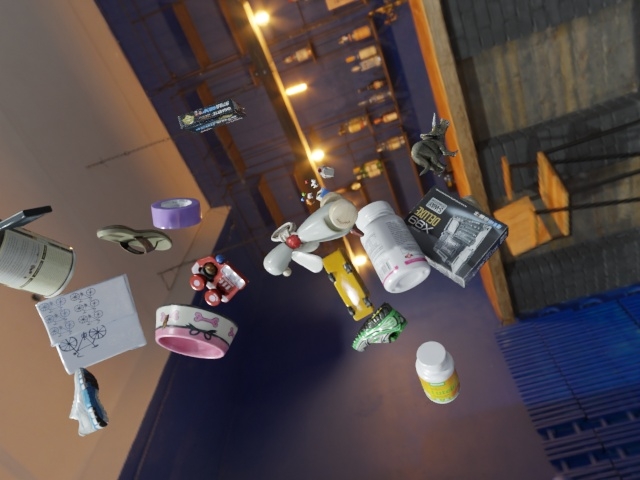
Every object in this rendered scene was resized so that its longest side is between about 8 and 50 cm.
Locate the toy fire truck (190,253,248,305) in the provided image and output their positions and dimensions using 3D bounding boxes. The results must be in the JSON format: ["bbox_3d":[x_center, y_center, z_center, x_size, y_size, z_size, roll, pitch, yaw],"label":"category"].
[{"bbox_3d":[-0.589,0.209,2.817,0.302,0.254,0.169,45,-156,1],"label":"toy fire truck"}]

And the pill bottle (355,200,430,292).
[{"bbox_3d":[0.231,0.016,1.615,0.283,0.160,0.160,65,-173,30],"label":"pill bottle"}]

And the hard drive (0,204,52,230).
[{"bbox_3d":[-0.861,-0.063,1.410,0.022,0.135,0.094,68,-158,-6],"label":"hard drive"}]

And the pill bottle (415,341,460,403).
[{"bbox_3d":[0.425,0.477,1.778,0.136,0.136,0.245,-95,-16,-47],"label":"pill bottle"}]

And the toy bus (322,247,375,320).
[{"bbox_3d":[0.136,0.203,2.292,0.332,0.108,0.130,60,-165,7],"label":"toy bus"}]

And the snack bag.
[{"bbox_3d":[-0.868,0.330,1.879,0.037,0.323,0.342,27,130,51],"label":"snack bag"}]

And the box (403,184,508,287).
[{"bbox_3d":[0.443,-0.022,1.681,0.307,0.242,0.076,38,171,33],"label":"box"}]

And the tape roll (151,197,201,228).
[{"bbox_3d":[-0.577,-0.111,1.958,0.189,0.189,0.080,-74,-17,-70],"label":"tape roll"}]

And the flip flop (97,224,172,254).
[{"bbox_3d":[-0.633,0.008,1.673,0.277,0.112,0.080,18,-128,-60],"label":"flip flop"}]

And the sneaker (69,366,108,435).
[{"bbox_3d":[-0.636,0.429,1.298,0.190,0.083,0.071,56,178,33],"label":"sneaker"}]

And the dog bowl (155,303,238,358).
[{"bbox_3d":[-0.619,0.456,2.388,0.408,0.408,0.150,56,-144,-53],"label":"dog bowl"}]

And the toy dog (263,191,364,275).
[{"bbox_3d":[0.000,0.000,1.480,0.161,0.334,0.220,47,-153,-20],"label":"toy dog"}]

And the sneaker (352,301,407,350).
[{"bbox_3d":[0.251,0.409,2.121,0.146,0.343,0.134,38,-130,3],"label":"sneaker"}]

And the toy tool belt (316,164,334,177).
[{"bbox_3d":[0.014,-0.291,2.052,0.051,0.083,0.052,26,107,60],"label":"toy tool belt"}]

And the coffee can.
[{"bbox_3d":[-1.004,0.061,1.632,0.275,0.202,0.201,36,-144,-52],"label":"coffee can"}]

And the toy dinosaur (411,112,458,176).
[{"bbox_3d":[0.394,-0.313,1.775,0.160,0.313,0.121,38,148,7],"label":"toy dinosaur"}]

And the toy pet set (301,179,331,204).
[{"bbox_3d":[-0.014,-0.217,2.194,0.114,0.065,0.122,27,-128,-25],"label":"toy pet set"}]

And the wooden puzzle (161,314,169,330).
[{"bbox_3d":[-0.641,0.339,2.015,0.006,0.049,0.083,26,-153,-26],"label":"wooden puzzle"}]

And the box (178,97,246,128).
[{"bbox_3d":[-0.416,-0.481,1.892,0.175,0.220,0.051,-48,-59,-82],"label":"box"}]

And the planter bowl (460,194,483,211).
[{"bbox_3d":[0.549,-0.076,1.828,0.109,0.162,0.162,51,-179,28],"label":"planter bowl"}]
